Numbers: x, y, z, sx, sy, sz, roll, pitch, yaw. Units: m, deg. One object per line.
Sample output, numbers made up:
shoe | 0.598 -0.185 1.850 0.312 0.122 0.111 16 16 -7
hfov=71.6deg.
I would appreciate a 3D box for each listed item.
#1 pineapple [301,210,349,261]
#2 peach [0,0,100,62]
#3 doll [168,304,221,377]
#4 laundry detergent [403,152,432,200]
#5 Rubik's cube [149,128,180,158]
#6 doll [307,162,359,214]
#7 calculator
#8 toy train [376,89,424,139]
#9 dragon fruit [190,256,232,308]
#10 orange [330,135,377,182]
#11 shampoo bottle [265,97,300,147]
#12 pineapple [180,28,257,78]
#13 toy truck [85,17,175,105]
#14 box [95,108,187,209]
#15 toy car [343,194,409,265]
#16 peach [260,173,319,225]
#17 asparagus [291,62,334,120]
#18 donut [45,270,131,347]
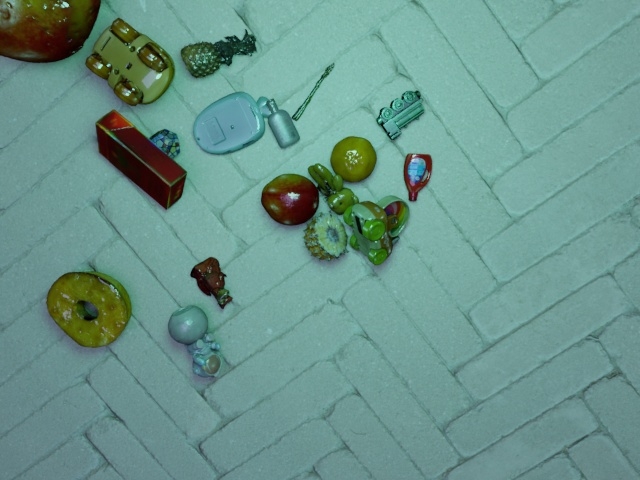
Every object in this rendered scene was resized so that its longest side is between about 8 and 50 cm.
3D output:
pineapple | -0.003 0.000 1.565 0.137 0.161 0.175 -21 103 44
peach | -0.903 -0.752 1.384 0.417 0.339 0.352 -32 95 12
doll | -0.455 0.384 1.642 0.151 0.151 0.286 -19 104 6
laundry detergent | 0.334 -0.218 1.541 0.098 0.049 0.165 3 102 -1
Rubik's cube | -0.543 -0.333 1.550 0.111 0.111 0.093 41 124 -3
doll | 0.031 -0.172 1.521 0.209 0.137 0.097 45 57 -15
calculator | -0.302 -0.412 1.549 0.299 0.041 0.185 -23 97 6
toy train | 0.275 -0.429 1.502 0.171 0.071 0.111 -34 105 7
dragon fruit | -0.405 0.169 1.620 0.123 0.092 0.192 -26 97 7
orange | 0.111 -0.275 1.499 0.159 0.136 0.158 1 101 6
shampoo bottle | -0.138 -0.406 1.529 0.080 0.040 0.165 -28 105 -2
pineapple | -0.334 -0.634 1.489 0.252 0.125 0.125 -19 97 1
toy truck | -0.611 -0.577 1.458 0.288 0.211 0.204 41 99 0
box | -0.608 -0.268 1.510 0.313 0.197 0.089 41 61 -4
toy car | 0.213 -0.051 1.520 0.235 0.145 0.234 -18 126 -26
peach | -0.092 -0.137 1.508 0.198 0.197 0.197 1 99 3
asparagus | -0.024 -0.512 1.528 0.232 0.022 0.023 -53 48 11
donut | -0.846 0.243 1.652 0.304 0.110 0.302 1 101 3
